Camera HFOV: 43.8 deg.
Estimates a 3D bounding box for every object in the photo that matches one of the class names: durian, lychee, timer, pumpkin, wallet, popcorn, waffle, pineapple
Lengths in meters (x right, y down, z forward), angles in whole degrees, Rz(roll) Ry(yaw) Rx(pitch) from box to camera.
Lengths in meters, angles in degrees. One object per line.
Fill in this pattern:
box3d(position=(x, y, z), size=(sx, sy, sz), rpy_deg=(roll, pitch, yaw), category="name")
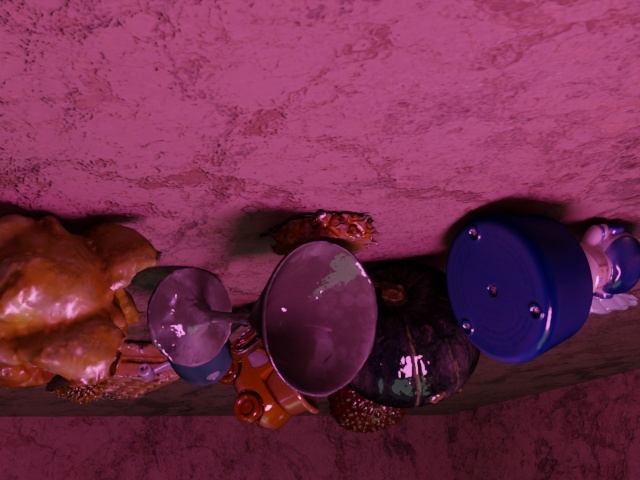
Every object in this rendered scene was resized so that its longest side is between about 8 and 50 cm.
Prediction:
box3d(position=(-0.576, 0.312, 1.992), size=(0.237, 0.194, 0.137), rpy_deg=(8, 174, 27), category="durian")
box3d(position=(0.154, 0.448, 2.414), size=(0.304, 0.276, 0.275), rpy_deg=(-45, 145, 18), category="lychee")
box3d(position=(0.460, 0.057, 1.495), size=(0.383, 0.270, 0.270), rpy_deg=(-12, 166, -30), category="timer")
box3d(position=(0.174, 0.194, 1.637), size=(0.323, 0.323, 0.241), rpy_deg=(-7, 127, 6), category="pumpkin")
box3d(position=(-0.132, 0.220, 1.902), size=(0.195, 0.042, 0.161), rpy_deg=(-38, 166, -15), category="wallet")
box3d(position=(-0.422, 0.079, 1.305), size=(0.325, 0.290, 0.321), rpy_deg=(-38, -168, 12), category="popcorn")
box3d(position=(-0.570, 0.375, 2.286), size=(0.260, 0.114, 0.376), rpy_deg=(4, 159, -30), category="waffle")
box3d(position=(0.000, 0.000, 1.454), size=(0.221, 0.047, 0.221), rpy_deg=(-3, 162, -1), category="pineapple")

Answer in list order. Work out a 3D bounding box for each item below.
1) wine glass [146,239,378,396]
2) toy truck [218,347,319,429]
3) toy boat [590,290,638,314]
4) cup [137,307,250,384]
box3d(position=(-0.126, 0.145, 1.467), size=(0.267, 0.267, 0.406), rpy_deg=(13, 166, -41), category="wine glass")
box3d(position=(-0.154, 0.417, 2.293), size=(0.211, 0.288, 0.204), rpy_deg=(-33, 153, 5), category="toy truck")
box3d(position=(0.594, 0.131, 1.881), size=(0.290, 0.100, 0.199), rpy_deg=(-18, 156, 31), category="toy boat")
box3d(position=(-0.302, 0.247, 1.918), size=(0.299, 0.167, 0.173), rpy_deg=(-29, 156, -11), category="cup")
